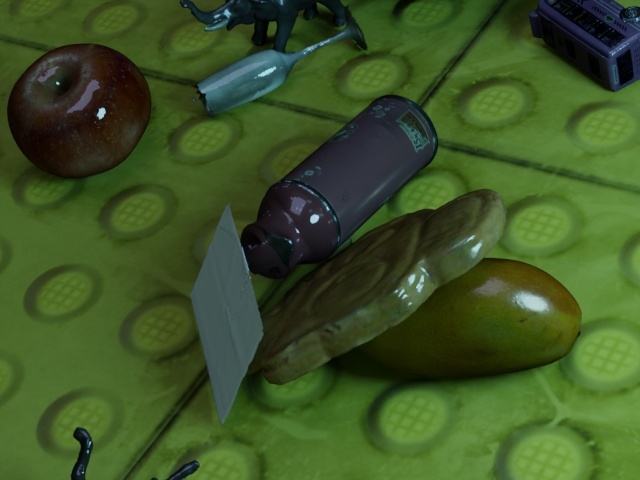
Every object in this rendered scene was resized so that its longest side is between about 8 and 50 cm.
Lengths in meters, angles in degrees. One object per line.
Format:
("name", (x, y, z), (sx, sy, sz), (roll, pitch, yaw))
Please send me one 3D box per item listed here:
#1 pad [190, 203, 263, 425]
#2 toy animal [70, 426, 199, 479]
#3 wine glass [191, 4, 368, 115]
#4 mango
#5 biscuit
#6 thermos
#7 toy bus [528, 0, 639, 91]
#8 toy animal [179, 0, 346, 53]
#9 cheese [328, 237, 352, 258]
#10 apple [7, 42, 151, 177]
("pad", (-0.111, 0.083, 1.673), (0.004, 0.156, 0.232), (9, 36, -23))
("toy animal", (-0.209, 0.294, 1.518), (0.233, 0.084, 0.148), (11, 50, 22))
("wine glass", (-0.061, -0.250, 2.064), (0.262, 0.074, 0.074), (-26, 43, -10))
("mango", (0.158, 0.086, 1.587), (0.253, 0.138, 0.113), (-7, 40, 15))
("biscuit", (0.041, 0.047, 1.624), (0.376, 0.051, 0.269), (-30, 13, 19))
("thermos", (0.003, -0.059, 1.761), (0.136, 0.109, 0.330), (13, 38, 32))
("toy bus", (0.369, -0.283, 1.955), (0.098, 0.087, 0.178), (-34, 47, -10))
("toy animal", (-0.077, -0.335, 2.107), (0.270, 0.137, 0.082), (-23, 45, -20))
("cheese", (0.000, 0.000, 1.803), (0.083, 0.030, 0.044), (25, 38, 37))
("apple", (-0.328, -0.174, 1.998), (0.201, 0.162, 0.201), (-11, 52, 14))
